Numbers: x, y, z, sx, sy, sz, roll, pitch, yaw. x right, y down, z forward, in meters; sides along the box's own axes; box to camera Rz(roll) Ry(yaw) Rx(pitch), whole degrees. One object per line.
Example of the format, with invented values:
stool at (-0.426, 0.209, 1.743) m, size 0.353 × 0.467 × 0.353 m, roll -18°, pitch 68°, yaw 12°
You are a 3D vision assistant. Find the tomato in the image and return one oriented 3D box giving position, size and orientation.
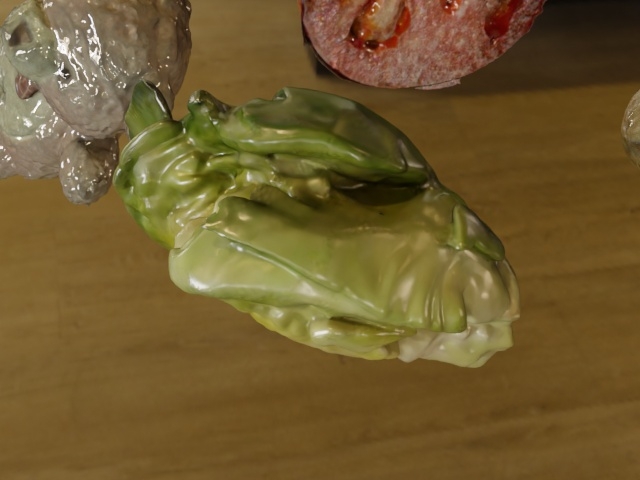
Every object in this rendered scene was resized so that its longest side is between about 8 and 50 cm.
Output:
tomato at (0.071, -0.220, 0.852) m, size 0.225 × 0.225 × 0.085 m, roll -13°, pitch 46°, yaw -18°

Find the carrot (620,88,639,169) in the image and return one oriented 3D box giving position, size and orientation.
carrot at (0.490, -0.104, 1.299) m, size 0.301 × 0.139 × 0.138 m, roll 21°, pitch 44°, yaw 27°

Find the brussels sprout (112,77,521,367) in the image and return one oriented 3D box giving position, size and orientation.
brussels sprout at (0.002, -0.003, 0.490) m, size 0.181 × 0.139 × 0.101 m, roll 12°, pitch 82°, yaw -18°

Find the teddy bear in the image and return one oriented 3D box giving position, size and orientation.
teddy bear at (-0.212, -0.146, 1.000) m, size 0.151 × 0.267 × 0.236 m, roll -9°, pitch 85°, yaw -30°
